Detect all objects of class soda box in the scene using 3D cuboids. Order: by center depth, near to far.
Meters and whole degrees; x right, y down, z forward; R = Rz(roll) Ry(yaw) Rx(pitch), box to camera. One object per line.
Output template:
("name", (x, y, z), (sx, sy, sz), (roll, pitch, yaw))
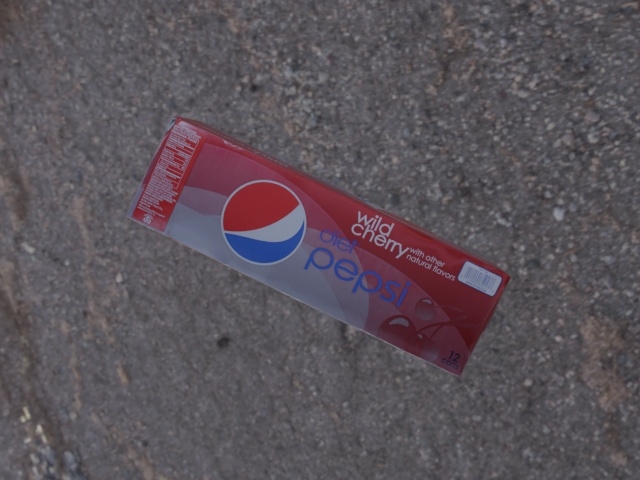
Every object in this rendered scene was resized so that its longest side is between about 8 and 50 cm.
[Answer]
("soda box", (0.000, 0.000, 0.604), (0.263, 0.092, 0.083), (26, 96, 1))
